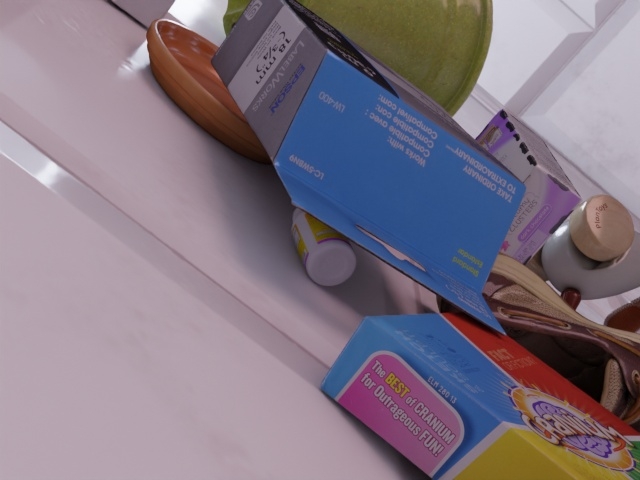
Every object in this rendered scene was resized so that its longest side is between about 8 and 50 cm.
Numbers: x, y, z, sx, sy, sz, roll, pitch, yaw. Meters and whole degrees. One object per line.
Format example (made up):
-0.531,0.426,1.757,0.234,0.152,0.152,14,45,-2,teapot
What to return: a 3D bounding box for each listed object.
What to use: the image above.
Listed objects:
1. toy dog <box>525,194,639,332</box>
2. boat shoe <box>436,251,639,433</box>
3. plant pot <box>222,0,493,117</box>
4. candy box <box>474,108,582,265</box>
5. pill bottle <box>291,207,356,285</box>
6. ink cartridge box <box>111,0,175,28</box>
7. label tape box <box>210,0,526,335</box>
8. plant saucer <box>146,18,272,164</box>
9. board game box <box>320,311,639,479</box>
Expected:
0.413,0.065,1.646,0.333,0.161,0.220,12,-23,-3,toy dog
0.257,0.140,1.188,0.342,0.123,0.123,35,25,-11,boat shoe
0.029,-0.281,1.555,0.254,0.276,0.276,12,32,-41,plant pot
0.194,-0.038,1.405,0.070,0.165,0.196,35,18,-17,candy box
0.000,0.000,1.067,0.043,0.043,0.083,32,19,-31,pill bottle
-0.233,-0.324,1.318,0.190,0.082,0.140,33,18,-24,ink cartridge box
0.053,-0.084,1.111,0.240,0.106,0.334,31,13,-28,label tape box
-0.095,-0.140,1.233,0.200,0.037,0.200,38,15,-12,plant saucer
0.180,0.169,0.910,0.316,0.064,0.242,37,13,21,board game box
